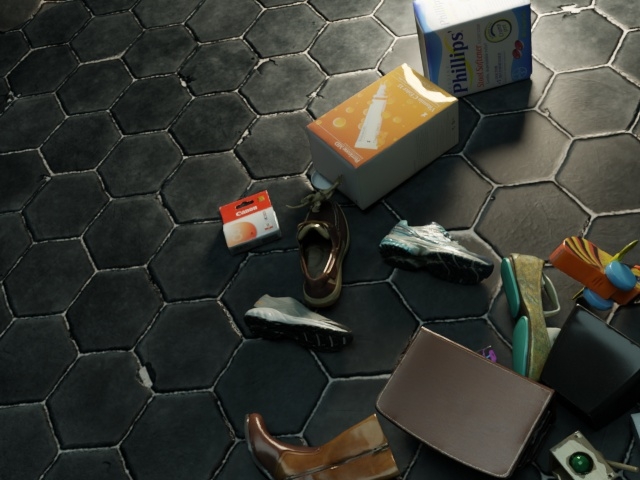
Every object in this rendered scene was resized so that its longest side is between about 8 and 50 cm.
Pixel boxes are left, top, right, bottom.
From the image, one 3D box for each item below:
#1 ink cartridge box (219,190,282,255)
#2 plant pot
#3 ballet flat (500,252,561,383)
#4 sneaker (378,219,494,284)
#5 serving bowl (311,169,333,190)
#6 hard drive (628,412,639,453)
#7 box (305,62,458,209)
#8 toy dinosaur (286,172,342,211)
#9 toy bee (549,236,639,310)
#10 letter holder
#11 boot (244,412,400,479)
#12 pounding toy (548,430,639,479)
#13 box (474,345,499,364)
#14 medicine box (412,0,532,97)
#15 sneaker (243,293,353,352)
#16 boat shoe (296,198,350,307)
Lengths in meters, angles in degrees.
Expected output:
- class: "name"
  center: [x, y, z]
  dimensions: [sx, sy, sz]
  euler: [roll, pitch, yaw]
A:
- class: "ink cartridge box"
  center: [-0.193, -0.059, 2.145]
  dimensions: [0.145, 0.045, 0.179]
  euler: [-20, 54, 0]
- class: "plant pot"
  center: [0.554, 0.272, 1.617]
  dimensions: [0.167, 0.188, 0.187]
  euler: [-48, 56, -6]
- class: "ballet flat"
  center: [0.473, 0.178, 1.750]
  dimensions: [0.123, 0.123, 0.348]
  euler: [-6, 53, 11]
- class: "sneaker"
  center: [0.287, 0.012, 1.921]
  dimensions: [0.283, 0.110, 0.122]
  euler: [16, 57, 25]
- class: "serving bowl"
  center: [0.018, -0.164, 2.170]
  dimensions: [0.083, 0.027, 0.083]
  euler: [-4, 54, 6]
- class: "hard drive"
  center: [0.806, 0.413, 1.520]
  dimensions: [0.353, 0.047, 0.233]
  euler: [-12, 52, 7]
- class: "box"
  center: [0.168, -0.279, 2.109]
  dimensions: [0.345, 0.168, 0.215]
  euler: [-36, 55, -17]
- class: "toy dinosaur"
  center: [-0.014, -0.103, 2.035]
  dimensions: [0.183, 0.053, 0.092]
  euler: [-29, 7, 22]
- class: "toy bee"
  center: [0.641, 0.091, 1.754]
  dimensions: [0.195, 0.298, 0.162]
  euler: [-28, 11, 37]
- class: "letter holder"
  center: [0.289, 0.352, 1.610]
  dimensions: [0.302, 0.152, 0.214]
  euler: [24, 67, 29]
- class: "boot"
  center: [-0.005, 0.436, 1.696]
  dimensions: [0.280, 0.096, 0.264]
  euler: [-26, 52, -5]
- class: "pounding toy"
  center: [0.518, 0.438, 1.521]
  dimensions: [0.100, 0.141, 0.130]
  euler: [-31, 53, -8]
- class: "box"
  center: [0.348, 0.319, 1.726]
  dimensions: [0.116, 0.029, 0.162]
  euler: [-20, 53, 1]
- class: "medicine box"
  center: [0.420, -0.551, 2.196]
  dimensions: [0.289, 0.263, 0.149]
  euler: [-16, 52, 4]
- class: "sneaker"
  center: [-0.046, 0.186, 1.892]
  dimensions: [0.271, 0.100, 0.108]
  euler: [13, 49, 21]
- class: "boat shoe"
  center: [0.000, 0.000, 1.988]
  dimensions: [0.123, 0.123, 0.342]
  euler: [-4, 47, 13]
